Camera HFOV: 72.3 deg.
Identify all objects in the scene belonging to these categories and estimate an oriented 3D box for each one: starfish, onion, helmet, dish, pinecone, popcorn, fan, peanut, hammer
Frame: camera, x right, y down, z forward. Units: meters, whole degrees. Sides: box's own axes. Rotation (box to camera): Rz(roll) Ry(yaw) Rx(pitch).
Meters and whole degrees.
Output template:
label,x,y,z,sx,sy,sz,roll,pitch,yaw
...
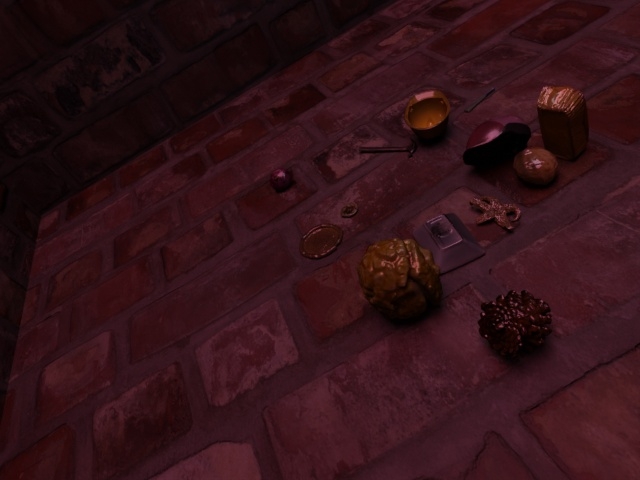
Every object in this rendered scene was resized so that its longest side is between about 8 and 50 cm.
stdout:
label,x,y,z,sx,sy,sz,roll,pitch,yaw
starfish,0.625,-0.104,1.568,0.150,0.053,0.209,-29,43,8
onion,-0.201,-0.308,2.213,0.115,0.115,0.104,-12,0,19
helmet,0.500,-0.553,2.016,0.205,0.140,0.256,-10,51,20
dish,0.444,-0.013,1.560,0.182,0.080,0.243,-26,40,5
pinecone,0.541,0.226,1.211,0.195,0.150,0.179,-36,41,-7
popcorn,0.249,0.113,1.397,0.282,0.282,0.247,-18,53,14
helmet,0.681,-0.403,1.708,0.254,0.198,0.154,-4,71,11
fan,0.757,-0.670,2.081,0.193,0.016,0.038,-39,40,-10
peanut,0.789,-0.270,1.599,0.141,0.109,0.159,-27,53,20
hammer,0.316,-0.439,2.095,0.297,0.027,0.125,4,52,33

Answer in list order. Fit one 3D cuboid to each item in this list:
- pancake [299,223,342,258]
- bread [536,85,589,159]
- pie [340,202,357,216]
label,x,y,z,sx,sy,sz,roll,pitch,yaw
pancake,0.001,0.001,1.840,0.199,0.021,0.199,-15,45,16
bread,0.868,-0.420,1.574,0.119,0.288,0.152,-50,44,-8
pie,0.126,-0.134,1.905,0.085,0.017,0.085,-15,43,15
